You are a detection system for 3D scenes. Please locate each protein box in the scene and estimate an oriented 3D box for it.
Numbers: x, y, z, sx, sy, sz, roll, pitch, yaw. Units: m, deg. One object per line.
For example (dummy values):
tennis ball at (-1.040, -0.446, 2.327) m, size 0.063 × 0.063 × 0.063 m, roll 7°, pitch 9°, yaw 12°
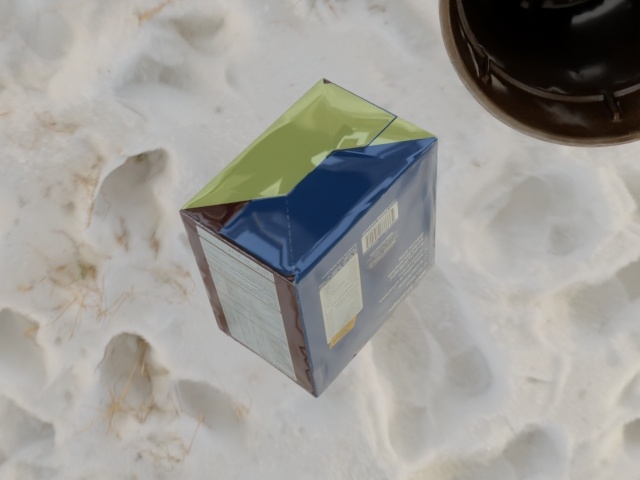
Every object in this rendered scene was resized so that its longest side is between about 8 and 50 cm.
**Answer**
protein box at (0.000, 0.000, 0.905) m, size 0.136 × 0.201 × 0.200 m, roll 32°, pitch 63°, yaw 25°

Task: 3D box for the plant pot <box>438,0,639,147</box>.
plant pot at (0.146, -0.164, 0.539) m, size 0.167 × 0.165 × 0.167 m, roll 2°, pitch 122°, yaw 3°
